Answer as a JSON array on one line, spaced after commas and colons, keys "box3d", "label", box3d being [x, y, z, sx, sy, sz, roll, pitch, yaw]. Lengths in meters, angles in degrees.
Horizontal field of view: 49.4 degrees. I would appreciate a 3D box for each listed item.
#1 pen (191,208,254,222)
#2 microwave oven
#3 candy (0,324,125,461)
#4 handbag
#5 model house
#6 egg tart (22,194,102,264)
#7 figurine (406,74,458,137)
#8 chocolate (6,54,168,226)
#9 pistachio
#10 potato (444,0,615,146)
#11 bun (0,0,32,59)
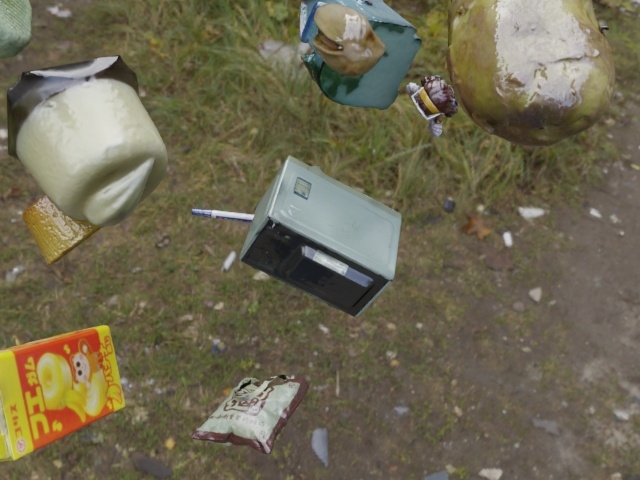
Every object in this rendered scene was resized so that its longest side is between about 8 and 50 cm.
[{"box3d": [-0.276, -0.072, 2.030, 0.204, 0.025, 0.025, 6, 42, 7], "label": "pen"}, {"box3d": [0.000, 0.000, 1.805, 0.355, 0.218, 0.286, 27, 43, -13], "label": "microwave oven"}, {"box3d": [-0.410, 0.219, 1.034, 0.088, 0.146, 0.276, -12, 0, 15], "label": "candy"}, {"box3d": [-0.163, 0.405, 1.646, 0.213, 0.127, 0.235, -4, 27, 27], "label": "handbag"}, {"box3d": [0.056, -0.550, 1.832, 0.295, 0.252, 0.329, -4, 50, -35], "label": "model house"}, {"box3d": [-0.644, -0.052, 1.752, 0.147, 0.202, 0.202, 53, 45, -10], "label": "egg tart"}, {"box3d": [0.327, -0.393, 1.974, 0.175, 0.115, 0.240, 60, 11, 2], "label": "figurine"}, {"box3d": [-0.498, -0.205, 1.585, 0.314, 0.326, 0.297, -25, 60, -40], "label": "chocolate"}, {"box3d": [0.052, -0.417, 1.439, 0.131, 0.130, 0.206, 0, 32, -26], "label": "pistachio"}, {"box3d": [0.324, -0.273, 1.140, 0.288, 0.301, 0.237, -1, 48, 39], "label": "potato"}, {"box3d": [-0.653, -0.448, 1.333, 0.126, 0.204, 0.212, -20, 46, 12], "label": "bun"}]
